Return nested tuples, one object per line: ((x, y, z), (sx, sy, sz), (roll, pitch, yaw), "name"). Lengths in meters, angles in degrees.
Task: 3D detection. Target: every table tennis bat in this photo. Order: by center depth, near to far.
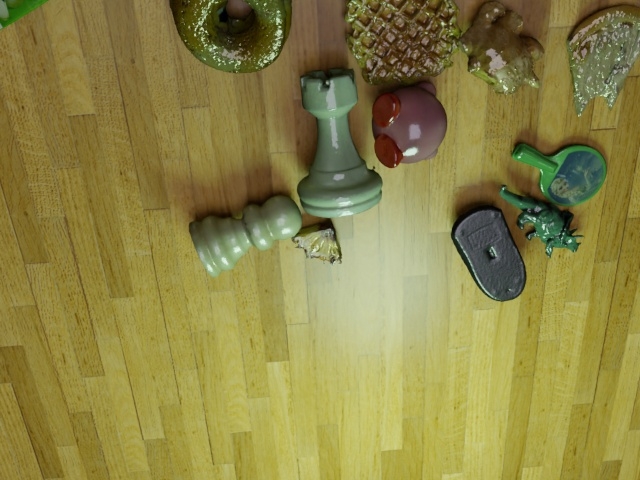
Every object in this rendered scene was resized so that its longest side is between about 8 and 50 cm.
((0.566, -0.168, 1.866), (0.257, 0.039, 0.160), (21, 116, -19), "table tennis bat")

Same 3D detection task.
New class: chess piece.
((0.031, -0.218, 1.720), (0.195, 0.194, 0.299), (-7, 113, 0), "chess piece")
((-0.165, -0.025, 1.846), (0.251, 0.144, 0.144), (-22, 120, 4), "chess piece")

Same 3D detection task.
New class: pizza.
((0.620, -0.391, 1.733), (0.181, 0.034, 0.262), (4, 121, -7), "pizza")

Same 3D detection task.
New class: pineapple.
((0.000, 0.000, 1.906), (0.137, 0.069, 0.116), (21, 118, -14), "pineapple")

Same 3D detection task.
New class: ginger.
((0.391, -0.395, 1.676), (0.216, 0.102, 0.157), (37, 88, -20), "ginger")

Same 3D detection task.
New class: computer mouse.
((0.417, 0.027, 1.943), (0.138, 0.086, 0.269), (-29, 111, 3), "computer mouse")

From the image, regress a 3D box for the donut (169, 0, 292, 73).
((-0.169, -0.443, 1.551), (0.272, 0.107, 0.272), (-5, 142, -4), "donut")

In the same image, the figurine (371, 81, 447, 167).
((0.196, -0.251, 1.712), (0.173, 0.173, 0.173), (-2, 121, -3), "figurine")

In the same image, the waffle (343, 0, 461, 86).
((0.174, -0.445, 1.658), (0.245, 0.052, 0.254), (-14, 123, 3), "waffle")

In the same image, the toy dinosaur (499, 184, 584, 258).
((0.523, -0.044, 1.915), (0.292, 0.079, 0.120), (22, 112, -19), "toy dinosaur")

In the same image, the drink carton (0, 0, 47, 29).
((-0.572, -0.539, 1.511), (0.271, 0.108, 0.161), (-26, 122, 10), "drink carton")
